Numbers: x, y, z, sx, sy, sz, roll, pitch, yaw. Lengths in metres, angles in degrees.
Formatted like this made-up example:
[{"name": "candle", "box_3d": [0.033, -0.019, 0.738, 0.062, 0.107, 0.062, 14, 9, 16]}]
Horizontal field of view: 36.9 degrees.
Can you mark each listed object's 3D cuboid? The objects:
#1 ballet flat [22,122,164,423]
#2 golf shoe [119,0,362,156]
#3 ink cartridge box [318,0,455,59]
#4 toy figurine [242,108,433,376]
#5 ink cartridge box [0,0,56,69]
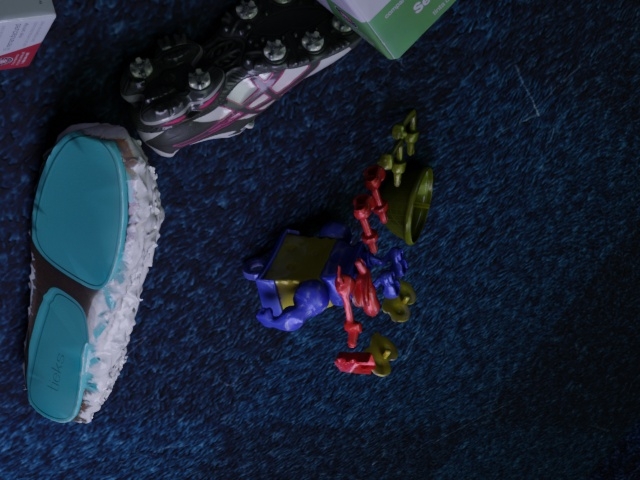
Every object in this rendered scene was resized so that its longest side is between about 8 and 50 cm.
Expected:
[{"name": "ballet flat", "box_3d": [-0.247, 0.028, 1.060, 0.147, 0.147, 0.409, -7, 134, -35]}, {"name": "golf shoe", "box_3d": [-0.077, -0.181, 1.016, 0.272, 0.105, 0.120, -24, 155, -11]}, {"name": "ink cartridge box", "box_3d": [-0.009, -0.317, 0.839, 0.117, 0.201, 0.278, -44, 141, 3]}, {"name": "toy figurine", "box_3d": [0.000, 0.000, 1.218, 0.363, 0.217, 0.191, -67, 145, -44]}, {"name": "ink cartridge box", "box_3d": [-0.319, -0.180, 0.770, 0.175, 0.072, 0.127, -15, 178, -28]}]
